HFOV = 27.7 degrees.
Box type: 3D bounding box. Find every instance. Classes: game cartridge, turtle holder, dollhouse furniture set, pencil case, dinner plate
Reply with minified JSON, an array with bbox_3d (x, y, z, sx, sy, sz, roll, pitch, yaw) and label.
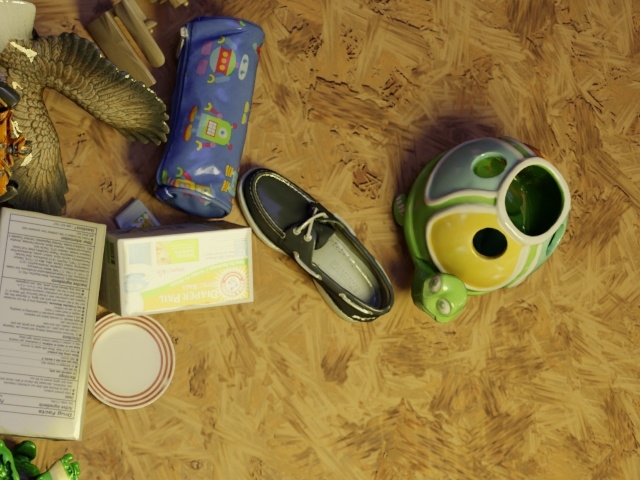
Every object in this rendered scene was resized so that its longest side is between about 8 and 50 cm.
[{"bbox_3d":[-0.261,-0.013,1.897,0.056,0.017,0.083,-44,101,-21],"label":"game cartridge"},{"bbox_3d":[0.246,-0.032,2.026,0.320,0.227,0.243,-22,92,-27],"label":"turtle holder"},{"bbox_3d":[-0.223,-0.320,1.907,0.151,0.144,0.123,-43,105,-39],"label":"dollhouse furniture set"},{"bbox_3d":[-0.167,-0.188,1.911,0.133,0.119,0.306,16,75,-27],"label":"pencil case"},{"bbox_3d":[-0.277,0.171,1.859,0.141,0.017,0.141,4,80,-26],"label":"dinner plate"}]

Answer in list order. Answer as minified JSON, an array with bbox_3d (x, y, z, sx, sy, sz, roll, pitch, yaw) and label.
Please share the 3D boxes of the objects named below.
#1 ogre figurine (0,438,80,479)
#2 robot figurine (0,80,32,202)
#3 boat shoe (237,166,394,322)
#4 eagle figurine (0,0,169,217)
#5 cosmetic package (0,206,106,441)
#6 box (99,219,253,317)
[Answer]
[{"bbox_3d":[-0.399,0.311,1.721,0.197,0.118,0.096,4,76,-27],"label":"ogre figurine"},{"bbox_3d":[-0.520,-0.130,1.671,0.291,0.085,0.211,7,122,-1],"label":"robot figurine"},{"bbox_3d":[0.000,0.000,1.977,0.302,0.091,0.114,44,66,-14],"label":"boat shoe"},{"bbox_3d":[-0.375,-0.205,1.781,0.225,0.226,0.298,-35,93,-46],"label":"eagle figurine"},{"bbox_3d":[-0.392,0.117,1.750,0.153,0.129,0.296,12,76,-25],"label":"cosmetic package"},{"bbox_3d":[-0.207,0.037,1.853,0.203,0.103,0.114,-7,100,-26],"label":"box"}]
